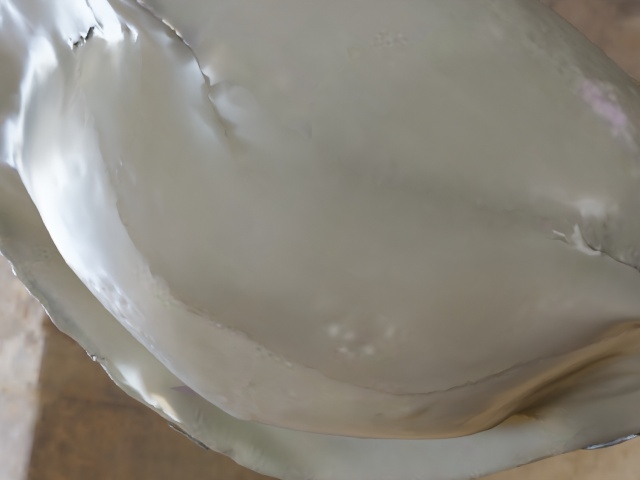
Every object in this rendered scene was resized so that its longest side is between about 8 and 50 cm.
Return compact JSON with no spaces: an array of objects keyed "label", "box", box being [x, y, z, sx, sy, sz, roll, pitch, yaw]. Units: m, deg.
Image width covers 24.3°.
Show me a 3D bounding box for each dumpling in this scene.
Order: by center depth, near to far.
[{"label":"dumpling","box":[0.003,0.001,0.604,0.341,0.181,0.260,10,139,-23]}]

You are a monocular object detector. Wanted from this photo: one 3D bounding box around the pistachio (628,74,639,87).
[{"label":"pistachio","box":[0.279,-0.031,1.439,0.238,0.229,0.321,-23,117,45]}]
